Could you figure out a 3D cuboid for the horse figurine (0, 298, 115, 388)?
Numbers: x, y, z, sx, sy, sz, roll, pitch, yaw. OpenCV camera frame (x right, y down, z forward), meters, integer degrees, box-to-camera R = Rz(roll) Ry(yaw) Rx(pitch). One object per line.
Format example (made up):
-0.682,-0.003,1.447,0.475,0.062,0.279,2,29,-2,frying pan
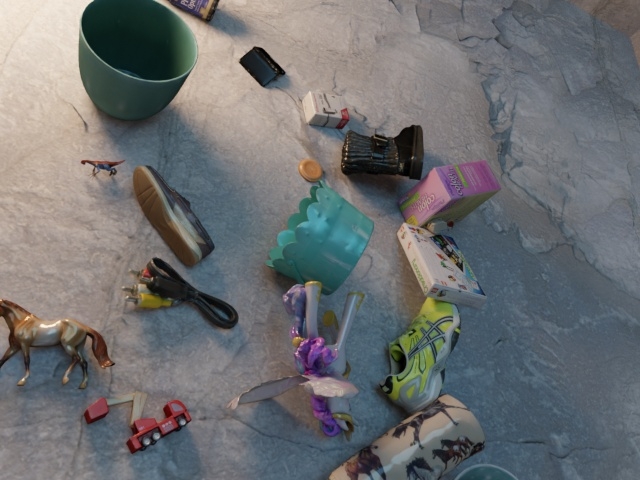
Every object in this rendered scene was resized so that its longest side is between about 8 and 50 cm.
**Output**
-0.569,0.220,1.289,0.263,0.066,0.174,8,65,-24,horse figurine

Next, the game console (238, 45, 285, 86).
-0.190,-0.570,2.013,0.122,0.071,0.107,47,20,1,game console

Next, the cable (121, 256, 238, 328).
-0.338,0.135,1.499,0.287,0.072,0.139,27,34,-29,cable

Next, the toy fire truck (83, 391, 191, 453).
-0.388,0.376,1.313,0.192,0.047,0.135,-22,74,-38,toy fire truck

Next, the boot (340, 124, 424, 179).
0.203,-0.304,2.011,0.260,0.131,0.348,5,23,6,boot

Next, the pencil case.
0.214,0.530,1.456,0.410,0.160,0.183,-26,101,-27,pencil case

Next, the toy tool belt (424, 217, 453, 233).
0.375,-0.049,1.946,0.083,0.051,0.052,-14,105,-22,toy tool belt

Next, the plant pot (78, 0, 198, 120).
-0.498,-0.458,1.622,0.293,0.235,0.293,14,57,-22,plant pot

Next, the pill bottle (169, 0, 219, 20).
-0.426,-0.799,1.940,0.219,0.123,0.122,22,54,-17,pill bottle

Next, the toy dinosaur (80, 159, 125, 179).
-0.555,-0.191,1.541,0.082,0.047,0.090,40,77,-38,toy dinosaur

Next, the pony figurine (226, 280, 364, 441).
-0.011,0.289,1.447,0.351,0.303,0.363,20,65,-51,pony figurine

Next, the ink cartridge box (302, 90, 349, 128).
0.018,-0.430,2.022,0.135,0.056,0.099,2,63,-30,ink cartridge box

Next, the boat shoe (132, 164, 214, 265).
-0.372,-0.070,1.558,0.092,0.103,0.285,-31,84,-44,boat shoe

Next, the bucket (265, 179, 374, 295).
0.000,0.000,1.625,0.183,0.281,0.281,33,51,-10,bucket

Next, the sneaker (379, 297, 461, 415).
0.278,0.284,1.696,0.147,0.145,0.384,32,50,-11,sneaker

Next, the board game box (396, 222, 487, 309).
0.362,0.072,1.852,0.193,0.053,0.305,16,32,-22,board game box

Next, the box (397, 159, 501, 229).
0.414,-0.145,1.982,0.243,0.213,0.117,-13,70,-35,box

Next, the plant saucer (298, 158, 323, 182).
-0.029,-0.218,1.897,0.083,0.013,0.083,14,57,-22,plant saucer

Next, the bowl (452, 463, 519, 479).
0.376,0.717,1.482,0.312,0.163,0.311,15,56,-23,bowl
